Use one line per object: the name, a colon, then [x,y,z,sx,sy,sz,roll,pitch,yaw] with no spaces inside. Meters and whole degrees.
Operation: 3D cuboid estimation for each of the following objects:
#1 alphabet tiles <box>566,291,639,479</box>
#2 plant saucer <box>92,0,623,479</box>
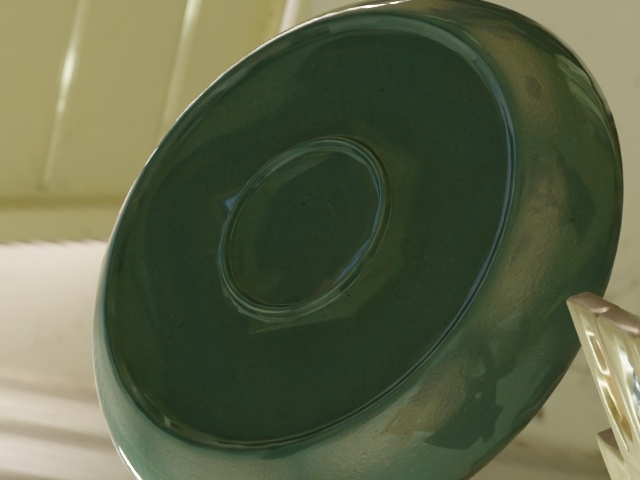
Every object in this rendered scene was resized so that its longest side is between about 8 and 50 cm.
alphabet tiles: [0.136,0.156,0.479,0.011,0.285,0.342,-21,-177,0]
plant saucer: [0.000,0.000,0.906,0.317,0.318,0.043,37,179,45]
